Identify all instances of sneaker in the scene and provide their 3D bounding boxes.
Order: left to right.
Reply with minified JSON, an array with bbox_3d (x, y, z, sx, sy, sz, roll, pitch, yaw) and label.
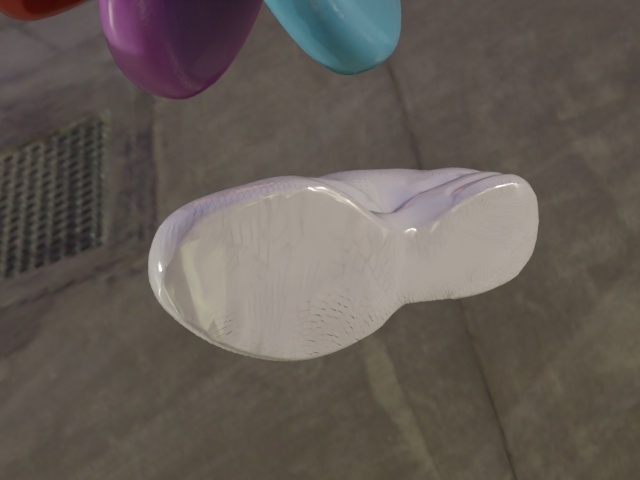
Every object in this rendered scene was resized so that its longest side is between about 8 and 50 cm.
[{"bbox_3d":[0.000,0.000,0.586,0.212,0.080,0.094,-6,19,-39],"label":"sneaker"}]

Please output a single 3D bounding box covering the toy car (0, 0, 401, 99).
[{"bbox_3d":[-0.036,-0.109,0.342,0.182,0.136,0.159,25,15,14],"label":"toy car"}]
